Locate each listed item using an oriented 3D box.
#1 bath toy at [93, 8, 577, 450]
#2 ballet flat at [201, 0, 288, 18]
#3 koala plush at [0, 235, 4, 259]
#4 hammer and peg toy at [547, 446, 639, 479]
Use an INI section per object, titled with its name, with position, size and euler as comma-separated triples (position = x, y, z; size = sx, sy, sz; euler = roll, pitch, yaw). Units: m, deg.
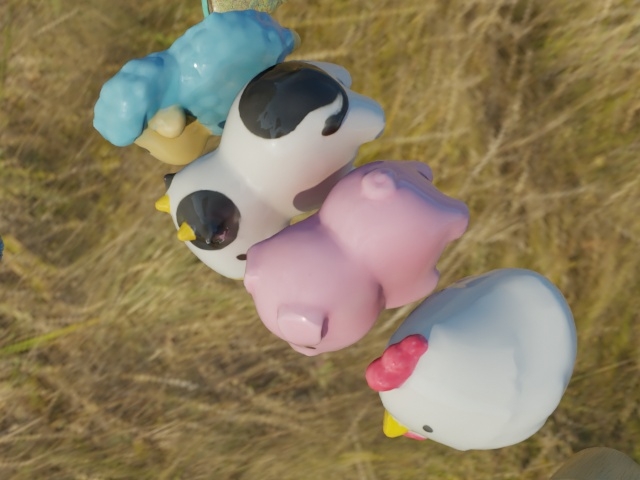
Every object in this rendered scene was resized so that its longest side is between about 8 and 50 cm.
[bath toy]
position = 0.000, 0.000, 0.893
size = 0.129, 0.151, 0.348
euler = -6, 40, -41
[ballet flat]
position = -0.031, -0.330, 1.494
size = 0.123, 0.123, 0.348
euler = 28, 44, -15
[koala plush]
position = -0.428, -0.025, 1.281
size = 0.203, 0.196, 0.221
euler = 19, 33, -57
[hammer and peg toy]
position = 0.081, 0.302, 0.896
size = 0.266, 0.361, 0.127
euler = 55, 32, 13
